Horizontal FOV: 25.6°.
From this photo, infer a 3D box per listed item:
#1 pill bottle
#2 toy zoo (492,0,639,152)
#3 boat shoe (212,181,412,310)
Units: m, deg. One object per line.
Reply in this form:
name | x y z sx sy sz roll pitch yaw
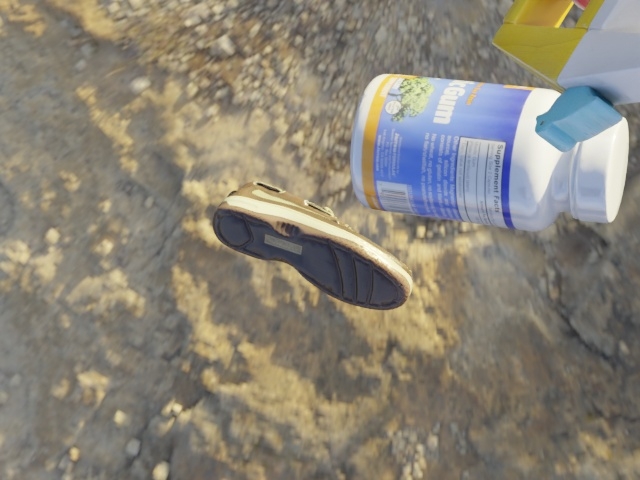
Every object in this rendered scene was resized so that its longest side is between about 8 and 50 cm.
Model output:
pill bottle | 0.181 -0.091 1.494 0.272 0.152 0.152 8 107 21
toy zoo | 0.197 -0.177 0.753 0.030 0.192 0.293 34 88 -23
boat shoe | 0.002 -0.006 1.716 0.257 0.095 0.095 26 132 7
